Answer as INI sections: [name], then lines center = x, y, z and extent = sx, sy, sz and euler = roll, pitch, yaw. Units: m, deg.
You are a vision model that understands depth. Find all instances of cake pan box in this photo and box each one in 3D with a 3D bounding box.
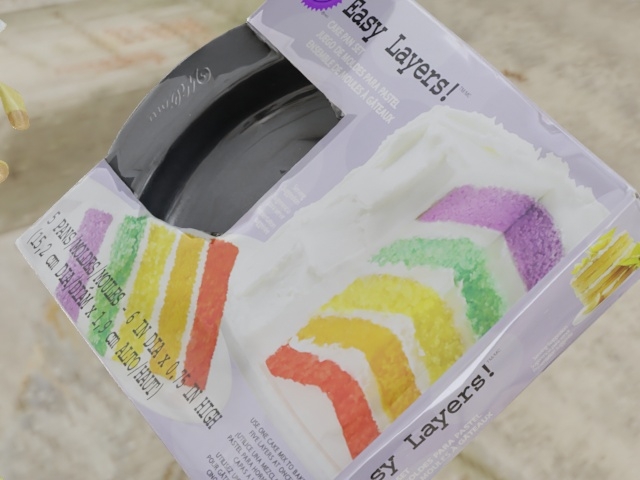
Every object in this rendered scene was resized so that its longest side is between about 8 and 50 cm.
[cake pan box]
center = 0.000, 0.000, 0.901
extent = 0.246, 0.070, 0.267
euler = -42, -129, 0

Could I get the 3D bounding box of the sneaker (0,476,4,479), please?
[sneaker]
center = -0.269, 0.252, 0.986
extent = 0.109, 0.295, 0.123
euler = 38, -19, 23

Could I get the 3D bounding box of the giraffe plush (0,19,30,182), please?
[giraffe plush]
center = -0.350, -0.087, 1.544
extent = 0.181, 0.210, 0.170
euler = 49, -21, 9
